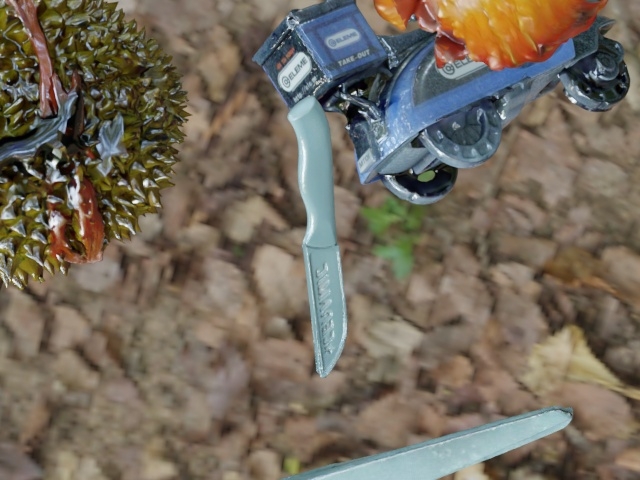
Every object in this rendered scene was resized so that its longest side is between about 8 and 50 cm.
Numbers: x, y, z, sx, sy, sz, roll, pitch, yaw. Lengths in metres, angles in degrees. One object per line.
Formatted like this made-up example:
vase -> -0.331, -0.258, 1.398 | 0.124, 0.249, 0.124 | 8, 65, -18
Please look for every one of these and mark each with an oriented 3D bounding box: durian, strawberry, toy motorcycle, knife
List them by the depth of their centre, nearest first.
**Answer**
strawberry -> 0.082, -0.145, 0.823 | 0.121, 0.188, 0.082 | 42, 70, 1
knife -> 0.000, -0.001, 1.234 | 0.015, 0.028, 0.210 | 31, 138, 43
toy motorcycle -> 0.130, -0.171, 1.725 | 0.212, 0.358, 0.125 | 58, 143, 8
durian -> -0.317, -0.108, 1.865 | 0.347, 0.384, 0.347 | 30, 124, 58

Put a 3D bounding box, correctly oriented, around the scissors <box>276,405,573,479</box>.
scissors -> -0.037, 0.190, 1.307 | 0.447, 0.192, 0.029 | -21, 34, 12
